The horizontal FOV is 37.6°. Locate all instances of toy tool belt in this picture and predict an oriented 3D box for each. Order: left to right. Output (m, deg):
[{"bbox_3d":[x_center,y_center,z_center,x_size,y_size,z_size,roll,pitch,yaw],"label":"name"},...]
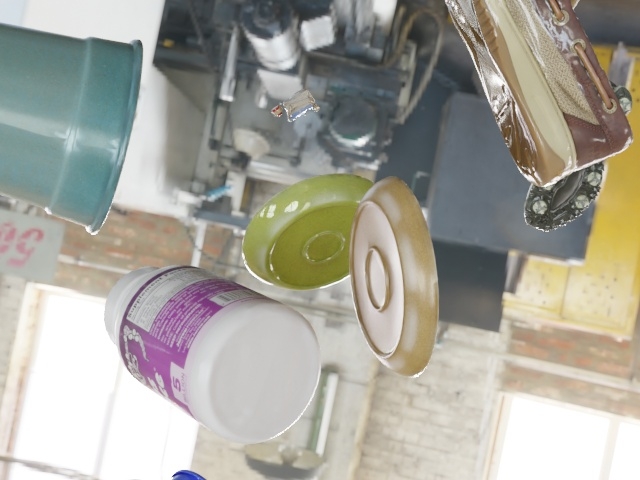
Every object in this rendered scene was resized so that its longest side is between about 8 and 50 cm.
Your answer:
[{"bbox_3d":[-0.047,-0.251,1.810,0.051,0.083,0.052,56,-174,-18],"label":"toy tool belt"}]

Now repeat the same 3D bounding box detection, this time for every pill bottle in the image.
[{"bbox_3d":[-0.150,0.124,1.160,0.169,0.169,0.301,12,-177,-38],"label":"pill bottle"}]

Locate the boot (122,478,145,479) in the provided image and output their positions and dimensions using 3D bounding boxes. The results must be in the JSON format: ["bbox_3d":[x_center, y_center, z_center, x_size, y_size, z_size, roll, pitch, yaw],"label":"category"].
[{"bbox_3d":[-0.360,0.522,1.716,0.197,0.073,0.152,-17,-145,-42],"label":"boot"}]

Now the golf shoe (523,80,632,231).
[{"bbox_3d":[0.423,-0.141,1.580,0.105,0.273,0.120,28,-174,-12],"label":"golf shoe"}]

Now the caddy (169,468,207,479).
[{"bbox_3d":[-0.297,0.691,2.189,0.241,0.341,0.179,33,-137,27],"label":"caddy"}]

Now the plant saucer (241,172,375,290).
[{"bbox_3d":[0.000,0.000,1.441,0.241,0.241,0.037,12,-143,-37],"label":"plant saucer"}]

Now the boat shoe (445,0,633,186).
[{"bbox_3d":[0.196,-0.227,0.880,0.123,0.342,0.123,-20,174,-3],"label":"boat shoe"}]

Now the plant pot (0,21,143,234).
[{"bbox_3d":[-0.499,-0.212,1.546,0.334,0.341,0.341,14,179,-22],"label":"plant pot"}]

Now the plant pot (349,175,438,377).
[{"bbox_3d":[0.077,0.044,1.097,0.032,0.236,0.236,-5,-176,-16],"label":"plant pot"}]
